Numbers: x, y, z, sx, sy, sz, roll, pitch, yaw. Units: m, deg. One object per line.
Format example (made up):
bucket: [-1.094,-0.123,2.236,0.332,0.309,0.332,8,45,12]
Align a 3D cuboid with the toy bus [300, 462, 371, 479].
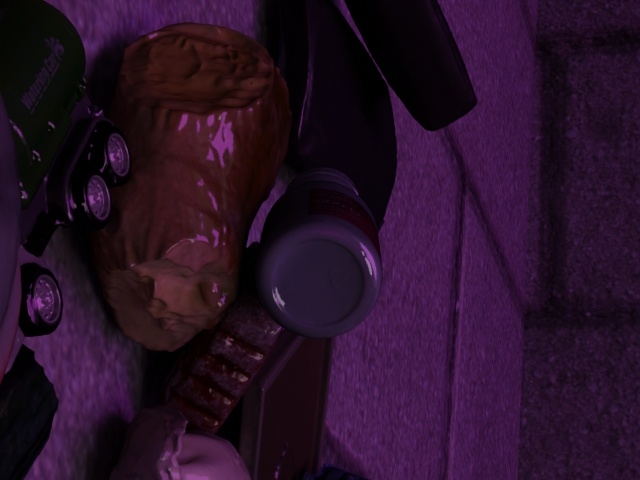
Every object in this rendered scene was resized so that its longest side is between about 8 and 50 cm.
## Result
toy bus: [-0.001,0.277,1.235,0.236,0.079,0.094,-42,143,-68]

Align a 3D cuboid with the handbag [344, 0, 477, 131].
handbag: [0.064,-0.257,1.502,0.247,0.080,0.223,61,-2,-38]

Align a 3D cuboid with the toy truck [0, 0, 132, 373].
toy truck: [-0.192,-0.035,0.788,0.242,0.101,0.125,-76,152,-48]

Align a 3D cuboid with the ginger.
ginger: [-0.099,-0.037,1.045,0.275,0.130,0.221,-54,149,-64]

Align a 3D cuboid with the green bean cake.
green bean cake: [-0.074,0.077,1.104,0.135,0.056,0.135,-55,-171,20]

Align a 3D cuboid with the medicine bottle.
medicine bottle: [0.000,0.000,1.062,0.216,0.090,0.090,-87,170,-74]

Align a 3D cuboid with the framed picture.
framed picture: [-0.036,0.221,1.260,0.240,0.020,0.324,-53,151,-63]

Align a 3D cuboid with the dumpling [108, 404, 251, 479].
dumpling: [-0.105,0.187,1.023,0.199,0.118,0.136,129,-51,-73]

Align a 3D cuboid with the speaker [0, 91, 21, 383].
speaker: [-0.242,-0.001,0.500,0.294,0.294,0.294,-2,90,-72]

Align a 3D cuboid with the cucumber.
cucumber: [-0.202,0.115,0.802,0.115,0.062,0.116,-67,152,-60]

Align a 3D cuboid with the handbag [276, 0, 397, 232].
handbag: [0.018,-0.130,1.493,0.332,0.075,0.191,44,44,-67]
